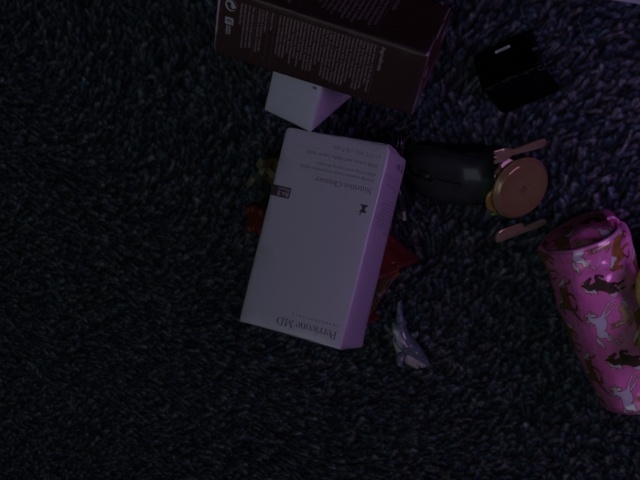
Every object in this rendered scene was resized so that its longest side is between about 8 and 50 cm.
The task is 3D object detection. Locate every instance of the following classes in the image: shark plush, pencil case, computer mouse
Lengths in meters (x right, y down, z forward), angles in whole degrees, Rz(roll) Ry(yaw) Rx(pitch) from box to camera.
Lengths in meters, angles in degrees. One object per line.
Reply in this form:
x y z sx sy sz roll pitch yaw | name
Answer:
0.191 0.205 2.131 0.067 0.073 0.161 -12 91 11 | shark plush
0.547 0.135 1.827 0.160 0.167 0.386 1 122 57 | pencil case
0.244 -0.119 1.887 0.272 0.072 0.188 3 117 25 | computer mouse

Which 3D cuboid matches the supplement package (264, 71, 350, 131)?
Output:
-0.011 -0.302 1.838 0.105 0.179 0.105 28 129 13 | supplement package

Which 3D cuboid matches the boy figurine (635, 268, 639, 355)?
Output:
0.630 0.089 1.712 0.177 0.092 0.285 26 93 -12 | boy figurine

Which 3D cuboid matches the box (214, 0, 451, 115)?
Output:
0.022 -0.379 1.742 0.381 0.191 0.143 18 132 8 | box

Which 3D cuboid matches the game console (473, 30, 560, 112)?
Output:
0.355 -0.304 1.762 0.122 0.071 0.107 -21 76 33 | game console

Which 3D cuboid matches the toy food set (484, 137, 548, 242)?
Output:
0.367 -0.101 1.824 0.038 0.132 0.192 -134 32 -54 | toy food set

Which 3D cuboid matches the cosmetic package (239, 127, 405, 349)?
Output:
0.007 -0.001 1.851 0.217 0.156 0.385 12 87 18 | cosmetic package

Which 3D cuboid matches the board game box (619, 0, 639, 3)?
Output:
0.457 -0.541 1.524 0.224 0.097 0.303 14 122 19 | board game box

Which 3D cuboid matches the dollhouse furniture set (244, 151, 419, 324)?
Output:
0.000 0.000 2.058 0.374 0.152 0.201 46 130 18 | dollhouse furniture set
